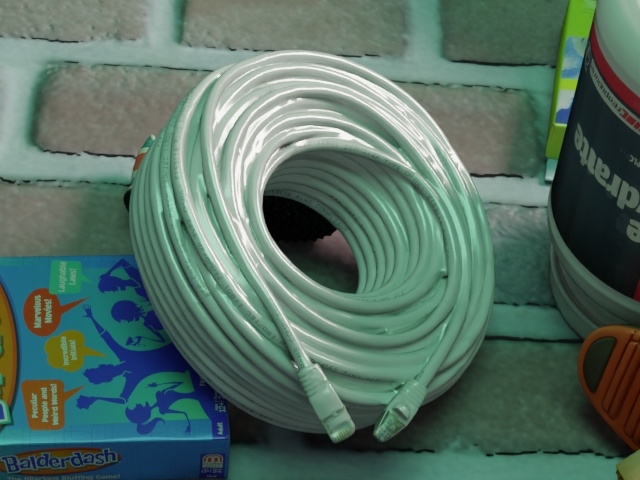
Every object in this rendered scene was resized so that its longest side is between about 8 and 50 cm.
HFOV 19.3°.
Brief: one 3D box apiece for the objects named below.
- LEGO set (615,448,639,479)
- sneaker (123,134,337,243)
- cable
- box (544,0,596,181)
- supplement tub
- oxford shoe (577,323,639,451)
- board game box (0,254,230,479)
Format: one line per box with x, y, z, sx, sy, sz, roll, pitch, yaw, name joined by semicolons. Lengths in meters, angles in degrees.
0.243;0.248;1.110;0.132;0.107;0.287;6;29;-51;LEGO set
-0.058;-0.046;1.349;0.161;0.057;0.075;4;53;2;sneaker
0.000;0.000;1.235;0.257;0.089;0.257;51;46;3;cable
0.234;-0.112;1.451;0.109;0.042;0.178;10;47;4;box
0.256;-0.057;1.246;0.191;0.272;0.191;3;47;-3;supplement tub
0.299;0.121;1.227;0.271;0.097;0.098;27;32;10;oxford shoe
-0.168;0.082;1.227;0.210;0.047;0.160;-2;48;-7;board game box
